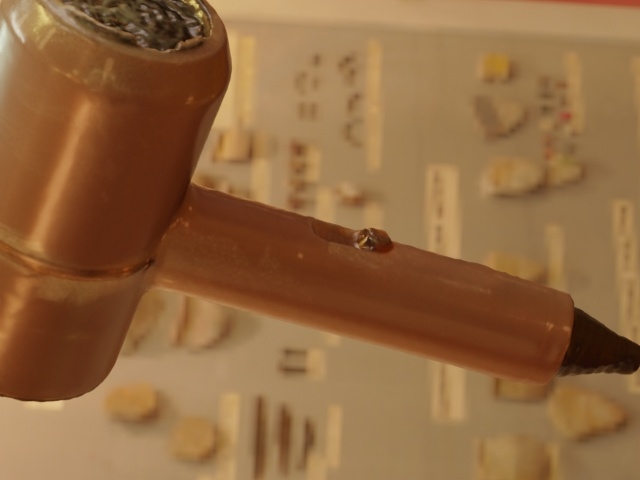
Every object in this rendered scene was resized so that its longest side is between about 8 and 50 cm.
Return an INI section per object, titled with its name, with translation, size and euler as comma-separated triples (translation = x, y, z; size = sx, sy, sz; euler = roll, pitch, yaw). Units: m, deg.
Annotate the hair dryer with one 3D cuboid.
[hair dryer]
translation = 0.000, 0.000, 0.899
size = 0.107, 0.344, 0.189
euler = -98, 28, -54
